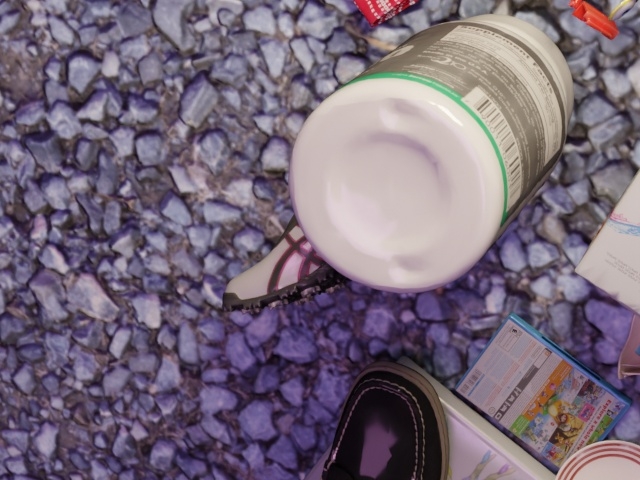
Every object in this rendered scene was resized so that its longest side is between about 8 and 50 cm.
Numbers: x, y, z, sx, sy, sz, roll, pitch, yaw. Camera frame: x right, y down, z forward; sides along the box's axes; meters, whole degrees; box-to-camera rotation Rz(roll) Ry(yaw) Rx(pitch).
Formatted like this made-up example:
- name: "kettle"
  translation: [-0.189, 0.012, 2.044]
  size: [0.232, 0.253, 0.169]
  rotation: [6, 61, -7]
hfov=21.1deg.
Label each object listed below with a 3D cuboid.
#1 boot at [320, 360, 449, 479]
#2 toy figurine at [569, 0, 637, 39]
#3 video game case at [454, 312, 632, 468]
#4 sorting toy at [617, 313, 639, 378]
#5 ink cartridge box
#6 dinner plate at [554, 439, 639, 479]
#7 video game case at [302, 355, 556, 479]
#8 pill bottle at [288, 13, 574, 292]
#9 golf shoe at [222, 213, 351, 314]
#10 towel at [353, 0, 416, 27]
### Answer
- name: "boot"
  translation: [0.022, 0.346, 1.890]
  size: [0.138, 0.284, 0.377]
  rotation: [21, 117, 14]
- name: "toy figurine"
  translation: [0.425, -0.312, 1.638]
  size: [0.217, 0.191, 0.362]
  rotation: [29, 114, -24]
- name: "video game case"
  translation: [0.248, 0.173, 1.929]
  size: [0.166, 0.015, 0.119]
  rotation: [37, 118, 7]
- name: "sorting toy"
  translation: [0.363, 0.110, 1.846]
  size: [0.083, 0.045, 0.075]
  rotation: [2, 102, 22]
- name: "ink cartridge box"
  translation: [0.364, -0.018, 1.746]
  size: [0.127, 0.128, 0.176]
  rotation: [34, 118, 8]
- name: "dinner plate"
  translation: [0.325, 0.292, 1.917]
  size: [0.141, 0.017, 0.141]
  rotation: [0, 92, 1]
- name: "video game case"
  translation: [0.141, 0.341, 2.024]
  size: [0.329, 0.036, 0.300]
  rotation: [39, 118, 6]
- name: "pill bottle"
  translation: [0.124, -0.100, 1.682]
  size: [0.204, 0.361, 0.204]
  rotation: [7, 111, 20]
- name: "golf shoe"
  translation: [0.000, 0.000, 1.935]
  size: [0.273, 0.105, 0.120]
  rotation: [-25, 82, 22]
- name: "towel"
  translation: [0.105, -0.367, 1.781]
  size: [0.275, 0.031, 0.199]
  rotation: [-31, 95, 29]
